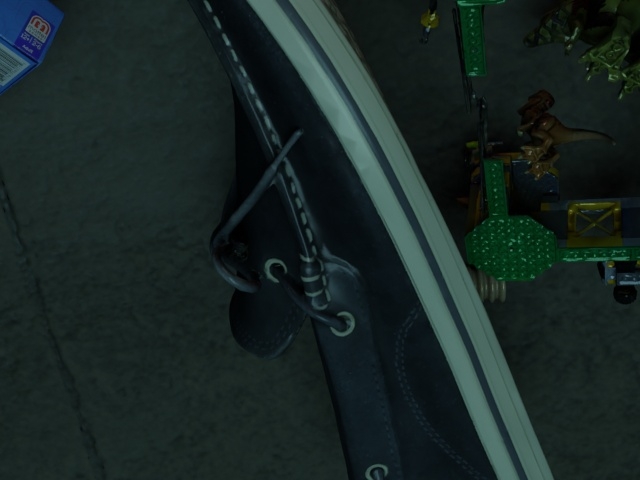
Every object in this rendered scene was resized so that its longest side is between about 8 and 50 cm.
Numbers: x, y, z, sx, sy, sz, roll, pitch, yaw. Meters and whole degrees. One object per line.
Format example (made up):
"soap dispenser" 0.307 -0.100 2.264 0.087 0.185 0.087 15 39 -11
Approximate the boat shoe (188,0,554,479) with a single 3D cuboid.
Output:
"boat shoe" 0.000 0.000 0.701 0.156 0.187 0.500 -24 113 5

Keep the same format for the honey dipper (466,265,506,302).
"honey dipper" 0.057 0.036 0.821 0.161 0.030 0.030 -3 116 2

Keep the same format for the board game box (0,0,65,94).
"board game box" -0.281 -0.149 0.639 0.210 0.047 0.160 37 140 -29

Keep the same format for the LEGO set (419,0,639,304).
"LEGO set" 0.188 -0.138 0.687 0.255 0.192 0.331 -7 132 20
